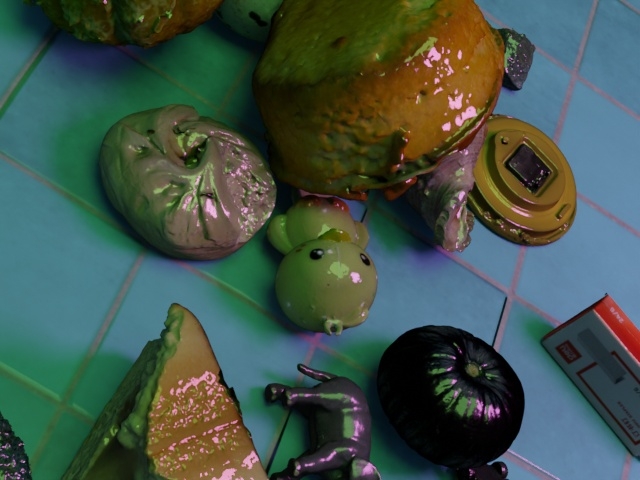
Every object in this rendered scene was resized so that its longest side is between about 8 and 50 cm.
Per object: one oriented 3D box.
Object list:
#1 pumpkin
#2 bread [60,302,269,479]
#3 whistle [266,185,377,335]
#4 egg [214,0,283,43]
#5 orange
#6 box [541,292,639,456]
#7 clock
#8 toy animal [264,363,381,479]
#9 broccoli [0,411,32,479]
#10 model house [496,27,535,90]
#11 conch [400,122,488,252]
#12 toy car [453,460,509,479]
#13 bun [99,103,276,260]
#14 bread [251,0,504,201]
[{"bbox_3d":[0.165,0.201,1.498,0.202,0.140,0.202,22,39,-19],"label":"pumpkin"},{"bbox_3d":[-0.137,0.225,1.282,0.211,0.183,0.224,32,55,-12],"label":"bread"},{"bbox_3d":[0.003,-0.004,1.523,0.141,0.141,0.294,10,58,-25],"label":"whistle"},{"bbox_3d":[-0.084,-0.350,1.669,0.164,0.131,0.131,34,51,-24],"label":"egg"},{"bbox_3d":[-0.239,-0.372,1.528,0.300,0.223,0.301,16,57,18],"label":"orange"},{"bbox_3d":[0.433,0.198,1.663,0.229,0.123,0.050,51,49,4],"label":"box"},{"bbox_3d":[0.313,-0.105,1.808,0.237,0.057,0.237,13,59,-23],"label":"clock"},{"bbox_3d":[0.011,0.273,1.402,0.137,0.082,0.269,0,63,-29],"label":"toy animal"},{"bbox_3d":[-0.413,0.244,1.068,0.297,0.297,0.297,-6,65,-5],"label":"broccoli"},{"bbox_3d":[0.305,-0.296,1.917,0.079,0.066,0.083,29,70,-26],"label":"model house"},{"bbox_3d":[0.179,-0.091,1.663,0.178,0.163,0.245,21,57,-45],"label":"conch"},{"bbox_3d":[0.231,0.348,1.484,0.071,0.062,0.165,3,32,-33],"label":"toy car"},{"bbox_3d":[-0.160,-0.081,1.484,0.237,0.116,0.210,9,60,-25],"label":"bun"},{"bbox_3d":[0.063,-0.224,1.546,0.204,0.337,0.358,56,32,-37],"label":"bread"}]
